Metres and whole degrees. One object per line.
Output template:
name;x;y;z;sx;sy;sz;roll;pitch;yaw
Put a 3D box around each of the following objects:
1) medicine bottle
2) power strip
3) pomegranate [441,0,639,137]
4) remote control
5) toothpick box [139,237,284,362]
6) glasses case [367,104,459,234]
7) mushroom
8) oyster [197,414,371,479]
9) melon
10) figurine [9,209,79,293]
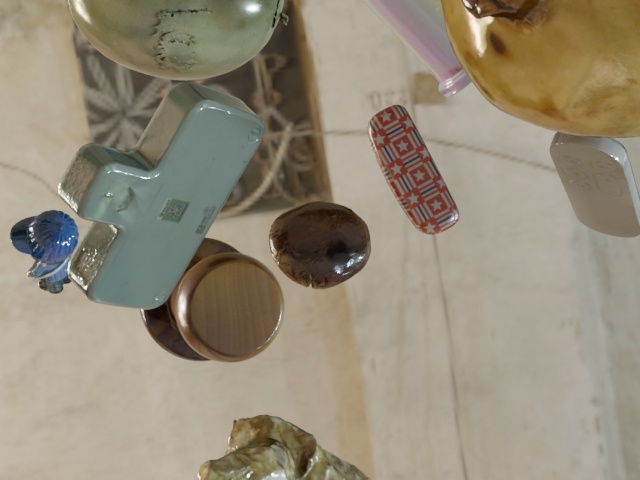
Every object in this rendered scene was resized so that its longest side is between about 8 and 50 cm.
medicine bottle;0.048;-0.363;1.378;0.108;0.426;0.108;-43;-169;10
power strip;-0.190;-0.050;1.227;0.059;0.265;0.193;42;-163;34
pomegranate;0.228;-0.222;0.916;0.307;0.307;0.307;-9;-177;0
remote control;0.294;-0.056;1.198;0.077;0.022;0.245;15;165;26
toothpick box;-0.157;0.093;1.675;0.192;0.192;0.294;-10;-175;-18
glasses case;0.128;-0.098;1.629;0.073;0.194;0.049;-28;-175;-5
mushroom;0.000;0.000;1.343;0.123;0.123;0.052;-10;147;-18
oyster;-0.025;0.264;1.210;0.166;0.110;0.341;4;155;41
melon;-0.209;-0.370;1.704;0.330;0.268;0.268;11;179;-8
figurine;-0.346;0.020;1.480;0.079;0.136;0.077;23;-127;26
